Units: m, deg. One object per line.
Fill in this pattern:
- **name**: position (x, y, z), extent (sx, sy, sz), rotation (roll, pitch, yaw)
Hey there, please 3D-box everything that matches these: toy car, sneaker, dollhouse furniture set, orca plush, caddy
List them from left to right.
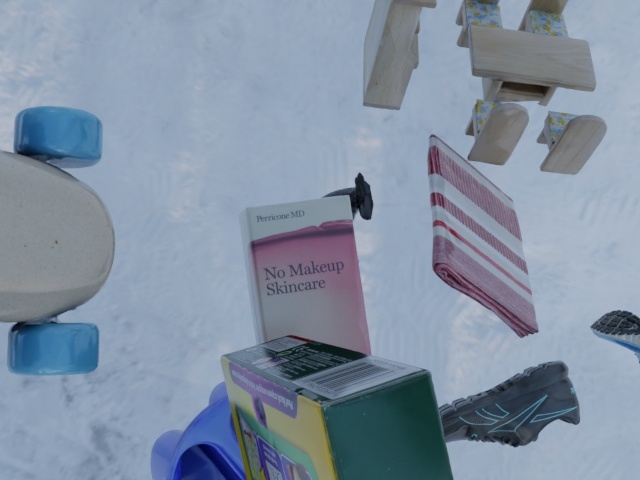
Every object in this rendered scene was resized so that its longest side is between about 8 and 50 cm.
- **toy car**: position (-0.319, 0.003, 0.636), extent (0.238, 0.210, 0.219), rotation (-4, 85, 28)
- **caddy**: position (-0.084, 0.361, 1.095), extent (0.241, 0.179, 0.341), rotation (-42, 110, -21)
- **orca plush**: position (0.000, 0.000, 1.334), extent (0.102, 0.287, 0.151), rotation (-28, 90, -32)
- **dollhouse furniture set**: position (0.289, -0.350, 1.312), extent (0.394, 0.256, 0.362), rotation (6, 57, -5)
- **sneaker**: position (0.275, 0.279, 1.190), extent (0.267, 0.101, 0.106), rotation (-23, 83, 3)
- **sneaker**: position (0.483, 0.161, 1.171), extent (0.063, 0.162, 0.073), rotation (-31, 117, -22)

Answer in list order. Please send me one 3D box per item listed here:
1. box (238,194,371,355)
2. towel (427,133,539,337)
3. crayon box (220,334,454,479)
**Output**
- **box**: position (-0.025, 0.061, 1.085), extent (0.149, 0.127, 0.232), rotation (-8, 89, -10)
- **towel**: position (0.265, -0.014, 1.304), extent (0.237, 0.329, 0.037), rotation (36, 127, -26)
- **crayon box**: position (0.018, 0.269, 0.756), extent (0.106, 0.363, 0.313), rotation (-14, 93, -20)
